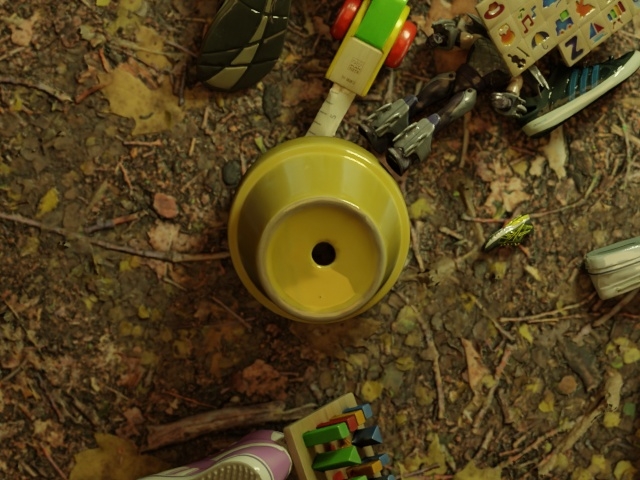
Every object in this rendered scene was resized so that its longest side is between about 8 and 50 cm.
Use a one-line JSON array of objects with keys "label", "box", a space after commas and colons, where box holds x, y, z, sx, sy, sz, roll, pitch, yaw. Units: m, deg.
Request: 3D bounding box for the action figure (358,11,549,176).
[{"label": "action figure", "box": [0.192, -0.210, 1.894, 0.285, 0.099, 0.185, -40, 60, -5]}]

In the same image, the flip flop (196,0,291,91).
[{"label": "flip flop", "box": [-0.098, -0.338, 1.895, 0.112, 0.080, 0.277, 10, 107, -21]}]

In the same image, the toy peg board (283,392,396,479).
[{"label": "toy peg board", "box": [0.048, 0.300, 1.855, 0.079, 0.160, 0.161, -18, 91, 36]}]

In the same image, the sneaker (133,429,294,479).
[{"label": "sneaker", "box": [-0.151, 0.338, 1.884, 0.282, 0.161, 0.102, -18, 99, 29]}]

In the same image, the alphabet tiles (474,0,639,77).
[{"label": "alphabet tiles", "box": [0.324, -0.335, 1.838, 0.237, 0.009, 0.198, -38, 118, -8]}]

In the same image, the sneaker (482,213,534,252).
[{"label": "sneaker", "box": [0.270, -0.004, 1.943, 0.083, 0.031, 0.035, -35, 92, -3]}]

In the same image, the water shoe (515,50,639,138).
[{"label": "water shoe", "box": [0.363, -0.227, 1.931, 0.203, 0.073, 0.080, -33, 86, -4]}]

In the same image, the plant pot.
[{"label": "plant pot", "box": [0.000, 0.000, 1.802, 0.254, 0.239, 0.254, 0, 101, -2]}]

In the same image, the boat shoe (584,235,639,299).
[{"label": "boat shoe", "box": [0.492, 0.023, 1.941, 0.226, 0.083, 0.076, -16, 101, 8]}]

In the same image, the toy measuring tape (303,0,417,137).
[{"label": "toy measuring tape", "box": [0.046, -0.240, 1.916, 0.121, 0.121, 0.330, 27, 110, -3]}]
